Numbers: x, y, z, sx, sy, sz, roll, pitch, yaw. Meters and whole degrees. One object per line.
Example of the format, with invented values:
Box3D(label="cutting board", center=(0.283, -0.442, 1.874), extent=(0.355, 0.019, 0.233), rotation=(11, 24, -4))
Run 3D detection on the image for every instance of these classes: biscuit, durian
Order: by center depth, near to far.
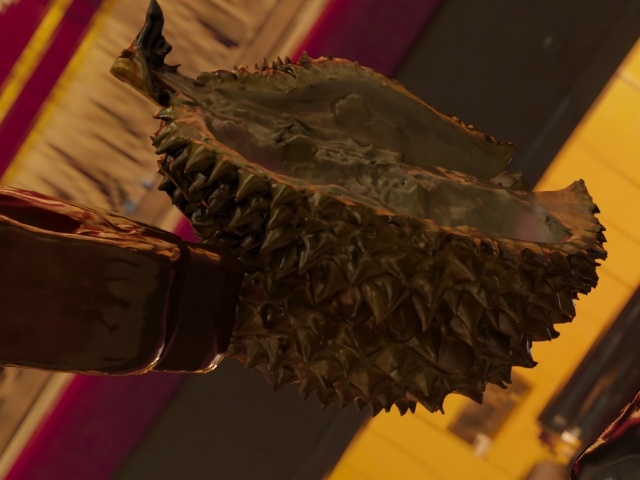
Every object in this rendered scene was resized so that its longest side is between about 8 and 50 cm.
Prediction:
Box3D(label="biscuit", center=(-0.216, 0.000, 0.651), extent=(0.359, 0.381, 0.074), rotation=(0, 79, 64))
Box3D(label="durian", center=(0.000, 0.000, 0.794), extent=(0.137, 0.237, 0.193), rotation=(-58, 9, 23))

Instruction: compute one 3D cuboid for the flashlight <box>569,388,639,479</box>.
Box3D(label="flashlight", center=(0.239, 0.116, 0.479), extent=(0.103, 0.424, 0.103), rotation=(-29, 50, 42))
